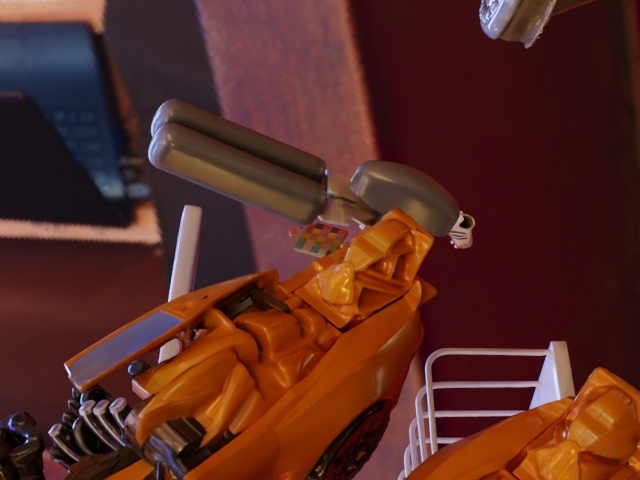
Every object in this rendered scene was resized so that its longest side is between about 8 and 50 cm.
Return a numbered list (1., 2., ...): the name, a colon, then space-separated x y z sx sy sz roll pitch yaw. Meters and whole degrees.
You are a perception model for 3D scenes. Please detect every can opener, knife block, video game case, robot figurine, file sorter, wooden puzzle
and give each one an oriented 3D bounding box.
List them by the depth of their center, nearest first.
1. robot figurine: -0.034 0.104 0.422 0.211 0.291 0.085 38 137 24
2. can opener: -0.014 -0.061 1.205 0.280 0.074 0.093 18 125 -16
3. knife block: -0.128 0.219 1.316 0.276 0.088 0.242 19 145 -6
4. video game case: -0.165 0.089 1.559 0.023 0.212 0.193 9 161 -4
5. wooden puzzle: 0.000 0.000 1.585 0.083 0.049 0.006 14 136 16
6. file sorter: 0.195 0.276 1.605 0.173 0.192 0.277 1 139 -4

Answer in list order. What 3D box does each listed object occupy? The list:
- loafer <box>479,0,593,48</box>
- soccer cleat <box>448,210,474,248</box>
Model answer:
1. loafer: 0.195 -0.210 0.917 0.087 0.251 0.094 37 149 4
2. soccer cleat: 0.153 -0.012 1.461 0.036 0.083 0.029 -16 65 23
